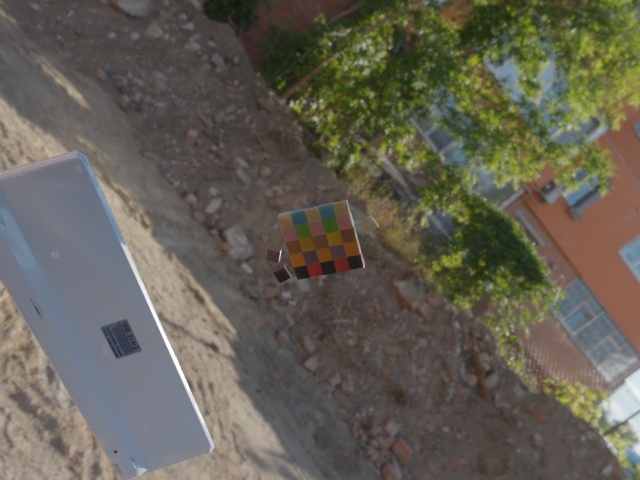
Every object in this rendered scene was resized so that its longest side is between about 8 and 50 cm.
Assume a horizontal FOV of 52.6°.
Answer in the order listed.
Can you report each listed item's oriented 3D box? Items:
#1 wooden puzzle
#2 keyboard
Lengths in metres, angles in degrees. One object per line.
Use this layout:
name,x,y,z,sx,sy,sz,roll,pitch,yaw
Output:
wooden puzzle,0.000,0.000,0.443,0.006,0.083,0.049,-63,139,-67
keyboard,-0.136,0.065,0.412,0.014,0.072,0.256,-125,-162,-53
